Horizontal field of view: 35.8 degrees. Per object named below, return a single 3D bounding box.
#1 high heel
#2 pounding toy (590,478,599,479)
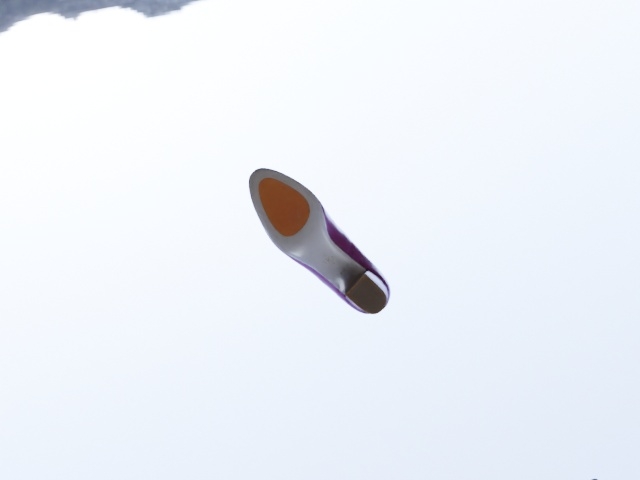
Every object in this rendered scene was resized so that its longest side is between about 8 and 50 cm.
[{"bbox_3d":[0.000,0.000,1.289,0.244,0.117,0.082,41,-88,0],"label":"high heel"},{"bbox_3d":[0.328,0.453,1.283,0.183,0.110,0.237,45,-117,-9],"label":"pounding toy"}]
